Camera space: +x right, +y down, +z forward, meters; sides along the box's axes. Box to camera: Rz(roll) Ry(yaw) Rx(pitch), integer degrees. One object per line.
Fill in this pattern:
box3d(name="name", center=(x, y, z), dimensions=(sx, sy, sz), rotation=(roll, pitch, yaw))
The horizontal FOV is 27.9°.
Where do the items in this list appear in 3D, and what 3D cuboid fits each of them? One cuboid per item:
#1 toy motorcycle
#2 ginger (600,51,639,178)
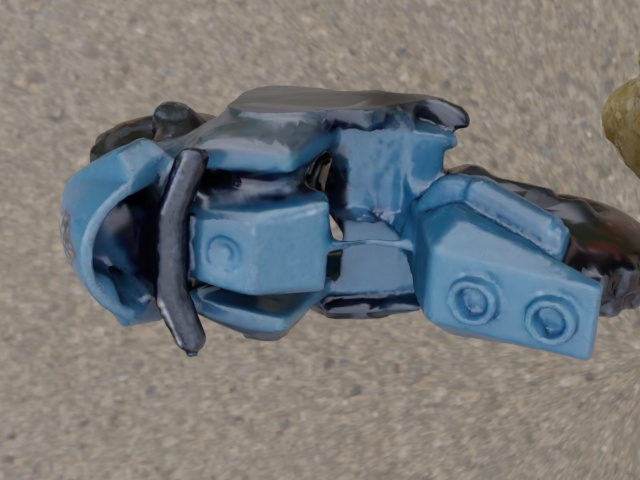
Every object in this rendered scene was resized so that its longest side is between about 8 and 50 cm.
box3d(name="toy motorcycle", center=(0.000, 0.000, 0.848), dimensions=(0.416, 0.232, 0.172), rotation=(15, 117, 21))
box3d(name="ginger", center=(0.219, -0.078, 0.647), dimensions=(0.131, 0.294, 0.086), rotation=(28, 82, 10))
